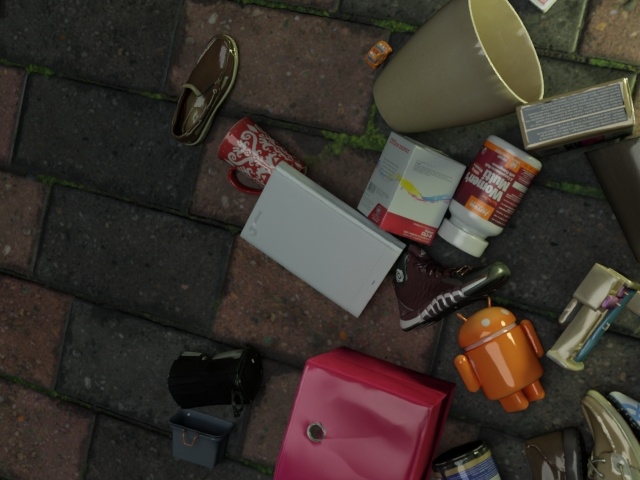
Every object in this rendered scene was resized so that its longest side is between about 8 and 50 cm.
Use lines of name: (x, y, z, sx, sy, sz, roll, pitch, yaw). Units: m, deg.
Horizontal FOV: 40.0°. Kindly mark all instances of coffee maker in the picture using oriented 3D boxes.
coffee maker: (-0.236, 0.304, 1.895, 0.178, 0.171, 0.120, -9, 104, 20)

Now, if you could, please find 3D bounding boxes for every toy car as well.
toy car: (0.134, -0.356, 1.826, 0.060, 0.040, 0.122, -28, 82, 17)

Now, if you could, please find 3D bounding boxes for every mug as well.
mug: (-0.123, -0.164, 1.899, 0.169, 0.150, 0.113, 37, 66, 10)

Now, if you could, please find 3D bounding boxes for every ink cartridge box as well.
ink cartridge box: (0.179, -0.105, 1.741, 0.127, 0.128, 0.176, 18, 103, -23)
ink cartridge box: (0.472, -0.219, 1.612, 0.193, 0.234, 0.088, -12, 87, 19)

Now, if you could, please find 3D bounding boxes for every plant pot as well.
plant pot: (0.247, -0.318, 1.701, 0.274, 0.256, 0.257, -25, 83, 35)

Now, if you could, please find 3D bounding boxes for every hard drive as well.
hard drive: (0.000, 0.000, 1.821, 0.307, 0.040, 0.203, 34, 124, 6)

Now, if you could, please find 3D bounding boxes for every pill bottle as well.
pill bottle: (0.315, 0.519, 1.735, 0.122, 0.123, 0.219, -25, 84, 18)
pill bottle: (0.327, -0.085, 1.722, 0.121, 0.121, 0.221, 33, 101, 15)

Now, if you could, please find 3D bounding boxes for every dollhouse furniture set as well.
dollhouse furniture set: (0.583, 0.214, 1.553, 0.303, 0.286, 0.198, 38, 102, 26)

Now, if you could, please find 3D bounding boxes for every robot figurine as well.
robot figurine: (0.349, 0.225, 1.716, 0.158, 0.128, 0.220, -30, 81, 17)

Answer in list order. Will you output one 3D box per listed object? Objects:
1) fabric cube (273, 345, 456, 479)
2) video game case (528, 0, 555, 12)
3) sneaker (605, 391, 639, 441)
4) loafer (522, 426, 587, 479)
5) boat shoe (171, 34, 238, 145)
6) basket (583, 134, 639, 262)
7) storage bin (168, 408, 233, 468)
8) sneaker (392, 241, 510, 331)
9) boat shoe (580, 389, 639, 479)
fabric cube: (0.093, 0.380, 1.738, 0.258, 0.259, 0.254, 18, 95, 18)
video game case: (0.460, -0.621, 1.719, 0.204, 0.025, 0.285, 44, 103, 13)
sneaker: (0.648, 0.355, 1.650, 0.237, 0.085, 0.086, 35, 75, 19)
loafer: (0.451, 0.545, 1.697, 0.130, 0.134, 0.366, -4, 80, 23)
boat shoe: (-0.257, -0.331, 1.930, 0.095, 0.095, 0.258, 22, 98, 17)
basket: (0.618, -0.083, 1.613, 0.204, 0.154, 0.227, -17, 89, 20)
storage bin: (-0.271, 0.448, 1.955, 0.135, 0.098, 0.091, 12, 105, 18)
sneaker: (0.234, 0.062, 1.733, 0.281, 0.106, 0.163, -34, 69, 41)
boat shoe: (0.557, 0.431, 1.652, 0.098, 0.109, 0.302, -26, 88, -2)
